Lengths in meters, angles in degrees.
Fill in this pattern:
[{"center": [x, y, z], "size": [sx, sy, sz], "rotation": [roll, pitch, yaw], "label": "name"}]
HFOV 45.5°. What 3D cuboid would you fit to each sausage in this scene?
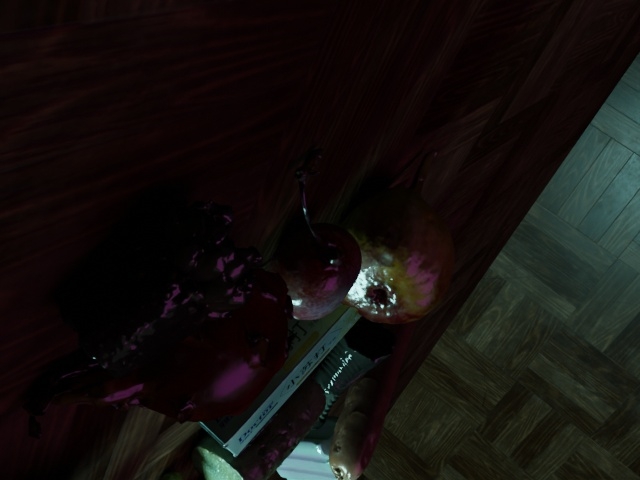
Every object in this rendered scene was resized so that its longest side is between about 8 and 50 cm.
[{"center": [0.108, 0.241, 1.420], "size": [0.088, 0.088, 0.433], "rotation": [100, 11, -59], "label": "sausage"}]

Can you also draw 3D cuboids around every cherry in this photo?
[{"center": [0.000, 0.000, 0.790], "size": [0.107, 0.090, 0.225], "rotation": [-25, 143, -34], "label": "cherry"}]

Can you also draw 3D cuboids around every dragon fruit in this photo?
[{"center": [-0.126, 0.099, 0.638], "size": [0.246, 0.125, 0.125], "rotation": [-15, 158, -38], "label": "dragon fruit"}]

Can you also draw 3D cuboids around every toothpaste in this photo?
[{"center": [-0.037, 0.147, 1.032], "size": [0.313, 0.071, 0.089], "rotation": [-47, 159, -15], "label": "toothpaste"}]

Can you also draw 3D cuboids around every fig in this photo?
[{"center": [0.105, -0.023, 0.969], "size": [0.159, 0.159, 0.257], "rotation": [103, 10, -56], "label": "fig"}]

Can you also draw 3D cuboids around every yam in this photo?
[{"center": [-0.083, 0.276, 1.109], "size": [0.194, 0.107, 0.107], "rotation": [-41, 161, -38], "label": "yam"}]

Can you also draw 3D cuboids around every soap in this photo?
[{"center": [-0.010, 0.414, 1.488], "size": [0.230, 0.145, 0.091], "rotation": [-14, -153, 53], "label": "soap"}]

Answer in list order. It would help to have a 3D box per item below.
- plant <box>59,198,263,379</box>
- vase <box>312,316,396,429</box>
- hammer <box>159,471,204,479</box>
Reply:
[{"center": [-0.111, 0.029, 0.544], "size": [0.143, 0.094, 0.092], "rotation": [-37, 147, -10], "label": "plant"}, {"center": [0.027, 0.234, 1.341], "size": [0.115, 0.115, 0.237], "rotation": [-30, 158, -52], "label": "vase"}, {"center": [-0.191, 0.412, 1.136], "size": [0.305, 0.113, 0.202], "rotation": [84, 29, -52], "label": "hammer"}]
